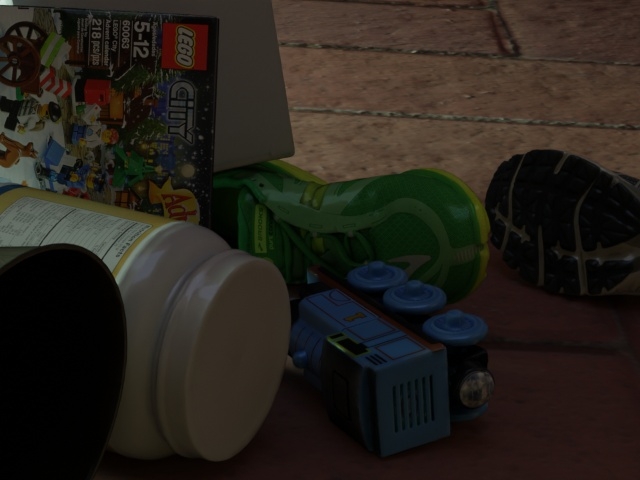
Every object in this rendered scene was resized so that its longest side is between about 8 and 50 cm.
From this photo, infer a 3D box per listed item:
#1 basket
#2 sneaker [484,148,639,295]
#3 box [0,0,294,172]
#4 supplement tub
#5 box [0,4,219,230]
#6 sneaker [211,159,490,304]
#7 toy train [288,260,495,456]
[{"bbox_3d":[-0.249,0.079,0.906,0.226,0.154,0.204,8,52,30],"label":"basket"},{"bbox_3d":[0.263,0.004,1.338,0.283,0.110,0.122,19,6,32],"label":"sneaker"},{"bbox_3d":[-0.210,-0.129,1.355,0.215,0.168,0.345,-15,12,-32],"label":"box"},{"bbox_3d":[-0.133,0.050,1.020,0.199,0.144,0.144,13,21,25],"label":"supplement tub"},{"bbox_3d":[-0.152,-0.039,1.139,0.159,0.233,0.044,2,6,-2],"label":"box"},{"bbox_3d":[0.000,0.000,1.274,0.295,0.109,0.123,7,19,41],"label":"sneaker"},{"bbox_3d":[0.035,0.070,1.100,0.105,0.080,0.184,-13,24,-26],"label":"toy train"}]
